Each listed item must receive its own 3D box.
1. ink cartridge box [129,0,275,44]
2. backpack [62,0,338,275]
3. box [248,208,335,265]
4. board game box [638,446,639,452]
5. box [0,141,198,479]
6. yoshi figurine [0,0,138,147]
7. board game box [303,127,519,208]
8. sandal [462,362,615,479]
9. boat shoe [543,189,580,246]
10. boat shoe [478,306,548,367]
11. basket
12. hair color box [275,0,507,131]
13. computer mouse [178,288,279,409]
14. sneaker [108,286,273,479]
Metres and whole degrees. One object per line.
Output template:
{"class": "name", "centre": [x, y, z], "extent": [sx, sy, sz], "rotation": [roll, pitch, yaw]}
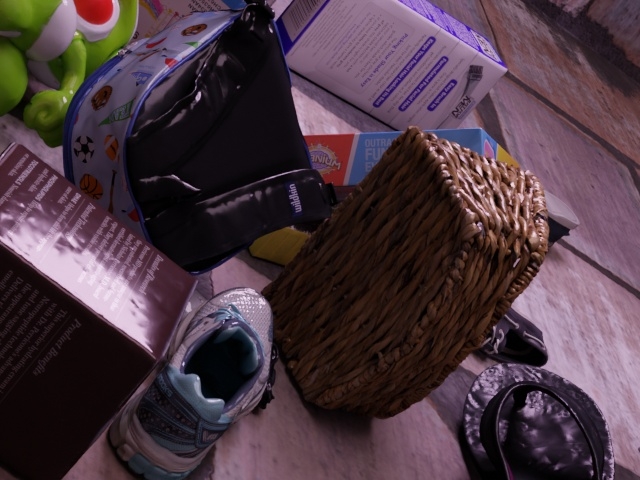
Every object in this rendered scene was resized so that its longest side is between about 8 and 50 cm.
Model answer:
{"class": "ink cartridge box", "centre": [-0.178, -0.310, 2.022], "extent": [0.171, 0.232, 0.168], "rotation": [44, 25, 4]}
{"class": "backpack", "centre": [-0.147, -0.095, 1.651], "extent": [0.263, 0.213, 0.276], "rotation": [-44, 122, -47]}
{"class": "box", "centre": [0.000, 0.000, 1.977], "extent": [0.232, 0.058, 0.087], "rotation": [19, 32, -44]}
{"class": "board game box", "centre": [0.517, 0.357, 1.904], "extent": [0.232, 0.141, 0.291], "rotation": [59, 0, 35]}
{"class": "box", "centre": [-0.243, 0.061, 1.335], "extent": [0.203, 0.168, 0.167], "rotation": [38, 22, -10]}
{"class": "yoshi figurine", "centre": [-0.318, -0.196, 1.745], "extent": [0.362, 0.203, 0.203], "rotation": [18, 70, -70]}
{"class": "board game box", "centre": [0.111, -0.082, 1.997], "extent": [0.316, 0.242, 0.064], "rotation": [19, 71, -75]}
{"class": "sandal", "centre": [0.255, 0.254, 1.770], "extent": [0.167, 0.107, 0.446], "rotation": [-5, 31, 0]}
{"class": "boat shoe", "centre": [0.311, -0.054, 2.543], "extent": [0.254, 0.079, 0.095], "rotation": [21, 28, -46]}
{"class": "boat shoe", "centre": [0.234, 0.119, 2.116], "extent": [0.206, 0.075, 0.065], "rotation": [26, 24, -44]}
{"class": "basket", "centre": [0.124, 0.061, 1.750], "extent": [0.223, 0.299, 0.213], "rotation": [18, 32, -43]}
{"class": "hair color box", "centre": [0.107, -0.300, 2.520], "extent": [0.339, 0.185, 0.110], "rotation": [28, 25, -31]}
{"class": "computer mouse", "centre": [-0.118, 0.090, 1.648], "extent": [0.193, 0.042, 0.106], "rotation": [38, 24, -10]}
{"class": "sneaker", "centre": [-0.087, 0.117, 1.504], "extent": [0.110, 0.122, 0.283], "rotation": [40, 31, -6]}
